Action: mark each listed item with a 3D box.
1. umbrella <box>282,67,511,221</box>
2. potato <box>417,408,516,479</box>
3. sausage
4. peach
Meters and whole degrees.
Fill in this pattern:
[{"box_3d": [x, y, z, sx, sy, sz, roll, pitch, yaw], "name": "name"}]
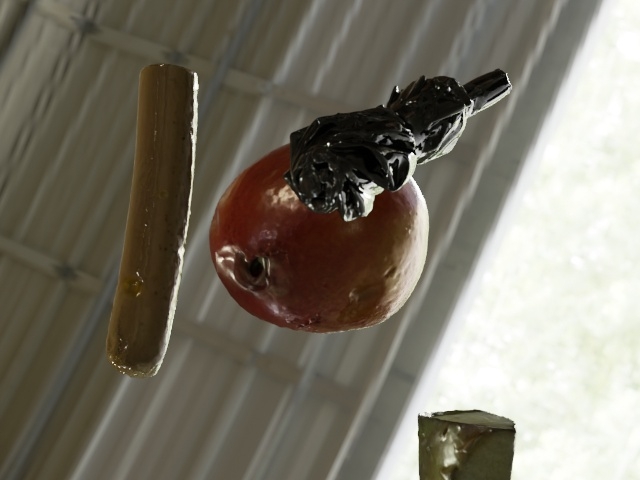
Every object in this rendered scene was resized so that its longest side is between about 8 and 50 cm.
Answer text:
[{"box_3d": [0.096, -0.114, 1.679, 0.340, 0.118, 0.118, -29, -49, -46], "name": "umbrella"}, {"box_3d": [0.184, 0.351, 2.096, 0.269, 0.112, 0.255, 111, 159, -87], "name": "potato"}, {"box_3d": [-0.154, -0.020, 1.515, 0.066, 0.066, 0.301, 31, -118, -58], "name": "sausage"}, {"box_3d": [0.000, 0.000, 2.075, 0.281, 0.281, 0.238, -42, -1, -37], "name": "peach"}]
